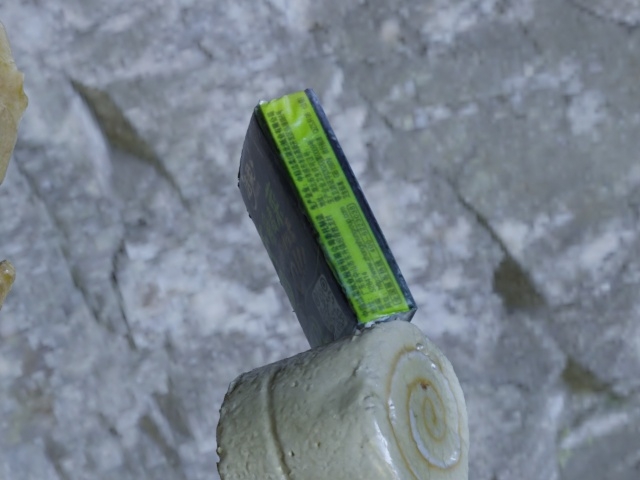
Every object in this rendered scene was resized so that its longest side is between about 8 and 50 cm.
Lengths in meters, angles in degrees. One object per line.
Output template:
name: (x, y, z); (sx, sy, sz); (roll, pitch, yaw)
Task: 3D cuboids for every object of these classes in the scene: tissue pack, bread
tissue pack: (0.000, 0.000, 1.369); (0.073, 0.173, 0.235); (-18, 69, -17)
bread: (0.018, 0.143, 1.053); (0.141, 0.134, 0.148); (-21, 53, 27)

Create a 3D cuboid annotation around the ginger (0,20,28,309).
ginger: (-0.389, -0.039, 1.473); (0.363, 0.122, 0.348); (-43, 82, -17)
